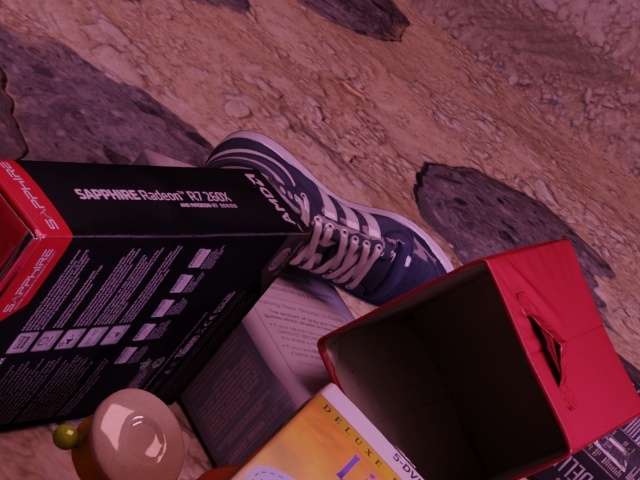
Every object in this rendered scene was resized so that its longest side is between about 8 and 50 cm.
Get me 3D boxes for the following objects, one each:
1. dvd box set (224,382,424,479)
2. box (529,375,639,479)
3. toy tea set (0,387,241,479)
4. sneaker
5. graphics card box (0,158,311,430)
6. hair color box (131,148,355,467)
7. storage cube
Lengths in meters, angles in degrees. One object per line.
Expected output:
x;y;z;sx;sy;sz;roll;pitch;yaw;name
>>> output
-0.003;0.319;1.221;0.307;0.062;0.420;49;38;2;dvd box set
0.353;0.257;2.055;0.242;0.076;0.307;44;22;11;box
-0.139;0.234;1.336;0.336;0.124;0.200;30;53;-30;toy tea set
0.000;0.000;1.660;0.282;0.099;0.153;33;16;2;sneaker
-0.192;0.046;1.401;0.094;0.233;0.371;49;25;23;graphics card box
-0.066;0.087;1.677;0.185;0.113;0.374;16;32;-46;hair color box
0.150;0.123;1.533;0.193;0.215;0.183;-11;75;-60;storage cube
